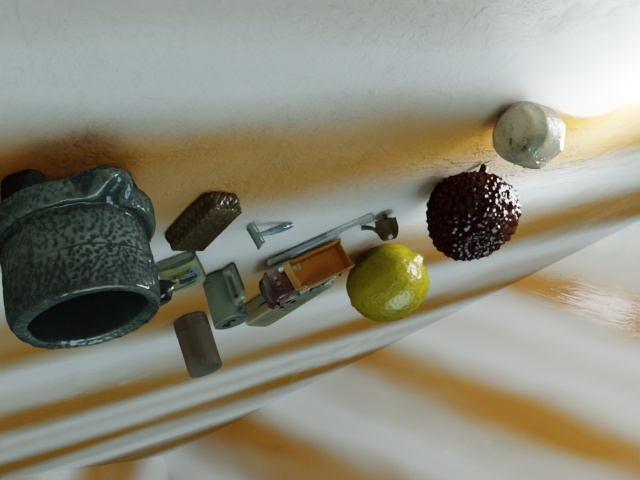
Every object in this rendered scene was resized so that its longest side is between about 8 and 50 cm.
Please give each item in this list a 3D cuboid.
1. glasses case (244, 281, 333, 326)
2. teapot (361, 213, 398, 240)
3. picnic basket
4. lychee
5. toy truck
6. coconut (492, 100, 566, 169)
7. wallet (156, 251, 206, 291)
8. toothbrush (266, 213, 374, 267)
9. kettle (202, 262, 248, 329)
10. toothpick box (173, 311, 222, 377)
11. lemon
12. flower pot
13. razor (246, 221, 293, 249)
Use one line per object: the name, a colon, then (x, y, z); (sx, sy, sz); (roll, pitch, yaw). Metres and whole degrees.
glasses case: (-0.111, 0.185, 2.028); (0.313, 0.070, 0.131); (-34, 156, 23)
teapot: (0.178, -0.036, 1.831); (0.110, 0.080, 0.085); (-13, 180, 9)
picnic basket: (-0.266, -0.036, 1.397); (0.110, 0.055, 0.193); (2, 148, -47)
lychee: (0.435, -0.082, 1.751); (0.264, 0.300, 0.264); (20, 169, 4)
toy truck: (-0.043, 0.101, 1.815); (0.270, 0.114, 0.135); (-24, 166, -21)
coconut: (0.530, -0.259, 1.537); (0.183, 0.171, 0.171); (7, 143, -39)
wallet: (-0.361, 0.086, 1.595); (0.110, 0.039, 0.155); (-22, 157, -9)
toothbrush: (0.000, -0.001, 1.782); (0.342, 0.025, 0.030); (-24, 163, -1)
kettle: (-0.267, 0.159, 1.711); (0.098, 0.148, 0.127); (-12, 157, -21)
toothpick box: (-0.386, 0.327, 1.929); (0.111, 0.180, 0.111); (-20, 156, -9)
lemon: (0.214, 0.144, 2.021); (0.310, 0.253, 0.253); (-37, 155, 26)
flower pot: (-0.407, 0.005, 1.057); (0.299, 0.283, 0.299); (-18, 154, -9)
razor: (-0.122, -0.025, 1.581); (0.135, 0.068, 0.040); (-18, 162, -44)
